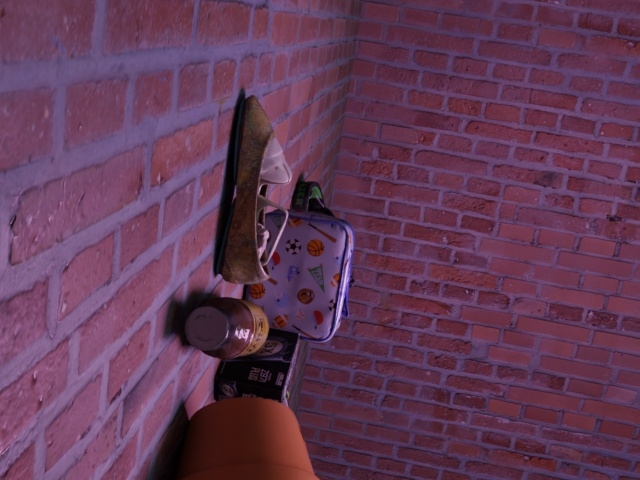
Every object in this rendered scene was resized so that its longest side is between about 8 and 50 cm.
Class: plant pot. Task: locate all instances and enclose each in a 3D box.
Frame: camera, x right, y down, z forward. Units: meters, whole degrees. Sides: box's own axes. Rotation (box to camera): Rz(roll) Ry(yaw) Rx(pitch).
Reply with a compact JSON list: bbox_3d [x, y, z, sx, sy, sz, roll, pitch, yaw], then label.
[{"bbox_3d":[-0.137,0.416,1.423,0.291,0.291,0.203,93,-8,-53],"label":"plant pot"}]

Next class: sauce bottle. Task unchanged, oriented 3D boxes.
[{"bbox_3d":[-0.164,0.154,1.381,0.344,0.111,0.111,41,59,-83],"label":"sauce bottle"}]

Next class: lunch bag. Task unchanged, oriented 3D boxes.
[{"bbox_3d":[-0.043,0.085,1.820,0.115,0.243,0.303,-38,137,-82],"label":"lunch bag"}]

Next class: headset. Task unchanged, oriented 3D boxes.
[{"bbox_3d":[0.000,0.000,2.451,0.243,0.185,0.394,-74,161,-47],"label":"headset"}]

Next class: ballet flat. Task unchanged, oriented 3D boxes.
[{"bbox_3d":[-0.111,-0.086,1.450,0.123,0.123,0.348,-51,151,-80],"label":"ballet flat"}]

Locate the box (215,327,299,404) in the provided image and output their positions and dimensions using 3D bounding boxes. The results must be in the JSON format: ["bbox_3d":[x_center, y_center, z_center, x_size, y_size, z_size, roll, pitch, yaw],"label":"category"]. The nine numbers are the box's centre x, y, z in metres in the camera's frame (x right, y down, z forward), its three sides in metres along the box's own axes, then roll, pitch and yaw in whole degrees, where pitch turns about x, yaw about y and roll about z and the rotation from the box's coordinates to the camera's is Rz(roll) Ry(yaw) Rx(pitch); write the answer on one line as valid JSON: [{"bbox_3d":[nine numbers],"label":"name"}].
[{"bbox_3d":[-0.135,0.275,1.717,0.180,0.147,0.077,-72,171,-53],"label":"box"}]

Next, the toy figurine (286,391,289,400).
[{"bbox_3d":[-0.140,0.326,2.000,0.173,0.130,0.159,-52,-159,47],"label":"toy figurine"}]

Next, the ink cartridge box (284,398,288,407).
[{"bbox_3d":[-0.131,0.489,1.731,0.307,0.129,0.223,-113,-153,-58],"label":"ink cartridge box"}]
